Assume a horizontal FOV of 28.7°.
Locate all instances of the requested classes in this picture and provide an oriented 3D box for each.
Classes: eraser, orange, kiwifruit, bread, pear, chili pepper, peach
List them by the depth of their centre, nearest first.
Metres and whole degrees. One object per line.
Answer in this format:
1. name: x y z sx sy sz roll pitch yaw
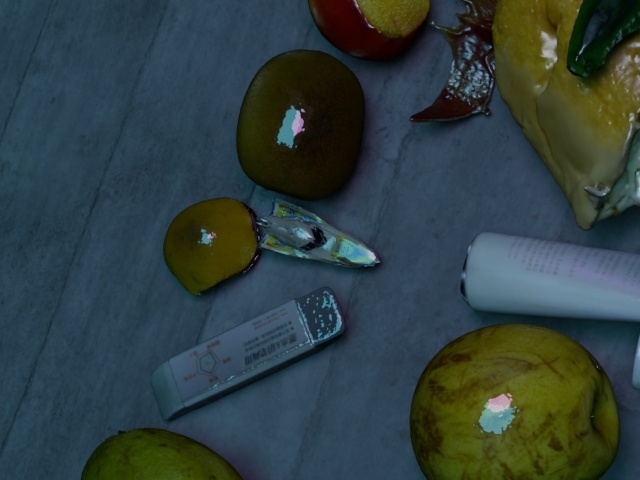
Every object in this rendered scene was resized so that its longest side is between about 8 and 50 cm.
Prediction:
1. chili pepper: 0.381 -0.299 1.593 0.108 0.062 0.216 26 82 23
2. pear: 0.262 0.241 1.698 0.280 0.281 0.281 -4 79 19
3. bread: 0.425 -0.255 1.726 0.361 0.250 0.394 -30 69 2
4. pear: -0.235 0.424 1.848 0.287 0.287 0.375 -39 54 9
5. kiwifruit: -0.027 -0.181 1.925 0.196 0.196 0.234 14 80 21
6. peach: 0.076 -0.376 1.925 0.192 0.190 0.190 35 93 45
7. eraser: -0.119 0.178 1.957 0.352 0.061 0.089 -25 71 13
8. orange: -0.180 0.001 1.992 0.160 0.112 0.170 19 75 22

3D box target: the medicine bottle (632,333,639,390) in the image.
1. medicine bottle: 0.551 0.176 1.675 0.247 0.147 0.147 10 83 22

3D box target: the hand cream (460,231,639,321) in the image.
1. hand cream: 0.378 0.061 1.760 0.358 0.185 0.118 7 110 24

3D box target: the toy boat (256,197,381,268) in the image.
1. toy boat: 0.000 0.000 1.946 0.210 0.066 0.084 19 87 21

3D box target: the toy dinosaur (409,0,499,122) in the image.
1. toy dinosaur: 0.245 -0.317 1.893 0.327 0.113 0.207 -36 73 11
